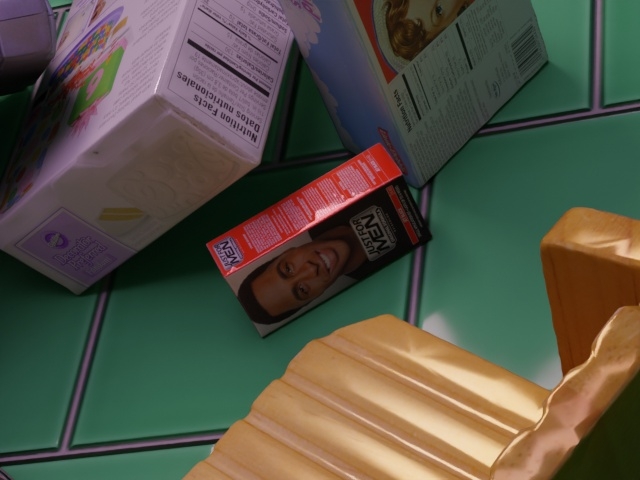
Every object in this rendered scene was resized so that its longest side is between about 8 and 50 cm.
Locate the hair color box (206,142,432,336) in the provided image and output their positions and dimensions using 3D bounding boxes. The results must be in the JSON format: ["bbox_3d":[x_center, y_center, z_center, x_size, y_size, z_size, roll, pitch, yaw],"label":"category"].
[{"bbox_3d":[0.000,0.000,1.154,0.141,0.072,0.043,-31,44,-1],"label":"hair color box"}]

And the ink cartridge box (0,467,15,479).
[{"bbox_3d":[-0.235,0.211,1.049,0.231,0.078,0.134,30,80,44],"label":"ink cartridge box"}]

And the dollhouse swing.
[{"bbox_3d":[0.010,0.132,0.893,0.305,0.315,0.347,32,69,31],"label":"dollhouse swing"}]

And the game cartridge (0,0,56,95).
[{"bbox_3d":[-0.323,-0.132,1.259,0.230,0.068,0.355,-17,5,-13],"label":"game cartridge"}]

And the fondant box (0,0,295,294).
[{"bbox_3d":[-0.118,-0.149,1.263,0.238,0.096,0.330,-33,32,42],"label":"fondant box"}]

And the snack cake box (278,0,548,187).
[{"bbox_3d":[0.054,-0.183,1.155,0.152,0.264,0.089,-44,48,-16],"label":"snack cake box"}]
